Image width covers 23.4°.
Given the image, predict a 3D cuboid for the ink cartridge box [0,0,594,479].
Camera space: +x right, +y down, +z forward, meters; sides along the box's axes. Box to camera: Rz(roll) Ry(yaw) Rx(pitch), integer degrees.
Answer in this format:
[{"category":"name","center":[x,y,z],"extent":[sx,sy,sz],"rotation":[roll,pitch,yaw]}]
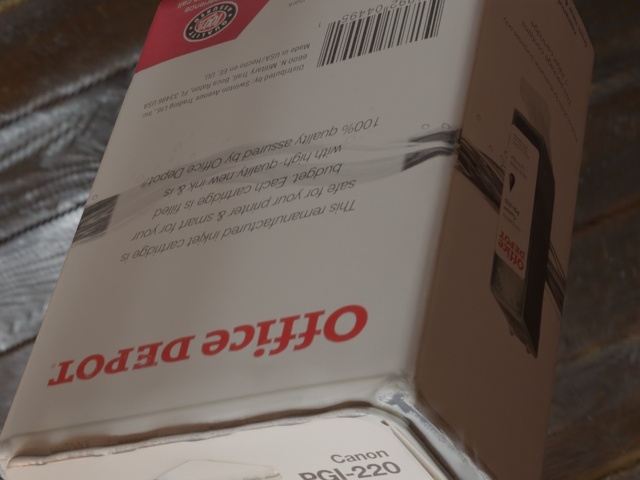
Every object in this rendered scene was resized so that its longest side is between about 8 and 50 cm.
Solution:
[{"category":"ink cartridge box","center":[0.000,0.000,0.534],"extent":[0.158,0.092,0.218],"rotation":[-12,44,31]}]
